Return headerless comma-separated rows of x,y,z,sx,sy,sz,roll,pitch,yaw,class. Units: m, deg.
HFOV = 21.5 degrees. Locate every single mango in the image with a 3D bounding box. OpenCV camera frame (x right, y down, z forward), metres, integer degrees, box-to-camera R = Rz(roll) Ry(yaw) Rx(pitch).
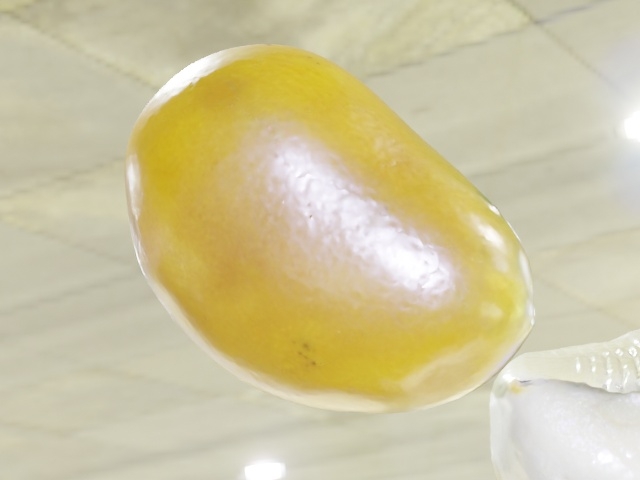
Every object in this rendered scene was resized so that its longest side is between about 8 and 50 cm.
-0.006,0.003,0.953,0.175,0.254,0.139,-53,158,22,mango

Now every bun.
0.230,0.141,1.191,0.229,0.145,0.229,-11,-177,1,bun
